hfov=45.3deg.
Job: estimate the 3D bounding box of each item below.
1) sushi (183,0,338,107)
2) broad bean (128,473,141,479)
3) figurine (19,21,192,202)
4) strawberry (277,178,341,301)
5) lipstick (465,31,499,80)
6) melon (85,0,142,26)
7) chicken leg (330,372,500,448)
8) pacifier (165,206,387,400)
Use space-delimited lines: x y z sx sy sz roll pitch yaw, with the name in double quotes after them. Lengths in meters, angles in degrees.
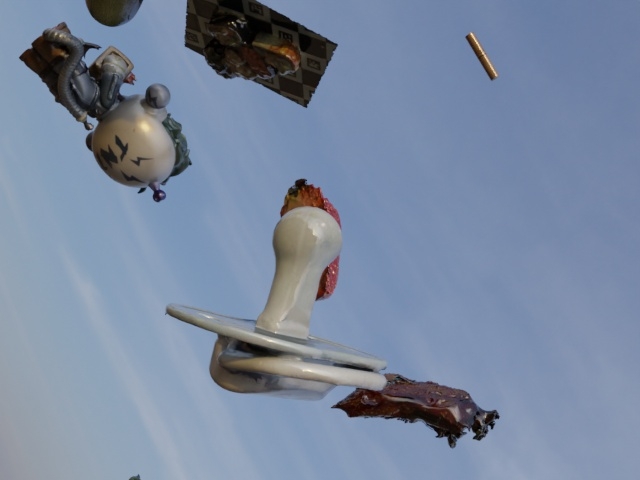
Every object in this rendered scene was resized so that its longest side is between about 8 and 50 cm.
-0.161 -0.405 1.685 0.339 0.068 0.320 27 -19 -6 "sushi"
-0.224 0.486 1.196 0.043 0.060 0.297 -51 -123 14 "broad bean"
-0.416 -0.256 1.541 0.382 0.186 0.261 51 -33 -19 "figurine"
-0.005 0.001 1.485 0.175 0.107 0.236 -8 -99 50 "strawberry"
0.293 -0.333 1.390 0.094 0.019 0.019 59 -31 1 "lipstick"
-0.345 -0.431 1.300 0.099 0.099 0.162 59 -37 11 "melon"
0.139 0.240 1.104 0.234 0.105 0.063 13 -71 11 "chicken leg"
-0.027 0.071 0.877 0.238 0.287 0.225 8 -96 43 "pacifier"
